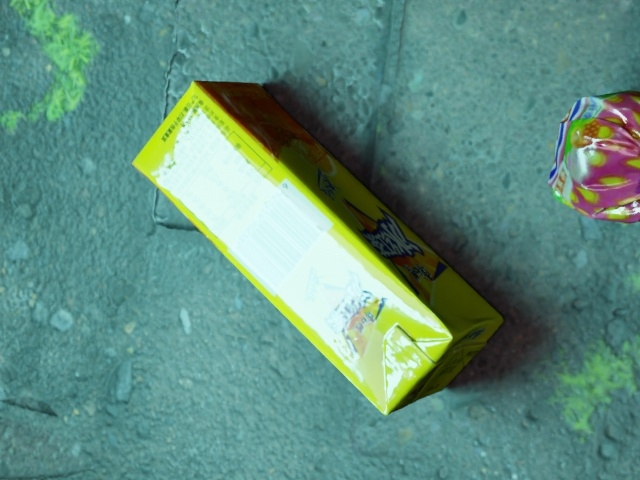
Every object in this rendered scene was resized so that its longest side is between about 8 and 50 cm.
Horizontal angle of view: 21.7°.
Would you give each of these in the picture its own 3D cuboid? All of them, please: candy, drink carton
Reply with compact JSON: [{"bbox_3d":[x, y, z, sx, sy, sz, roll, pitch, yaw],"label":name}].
[{"bbox_3d":[0.353,-0.022,1.424,0.365,0.124,0.124,33,106,36],"label":"candy"},{"bbox_3d":[0.000,0.000,1.597,0.351,0.154,0.111,44,109,15],"label":"drink carton"}]
